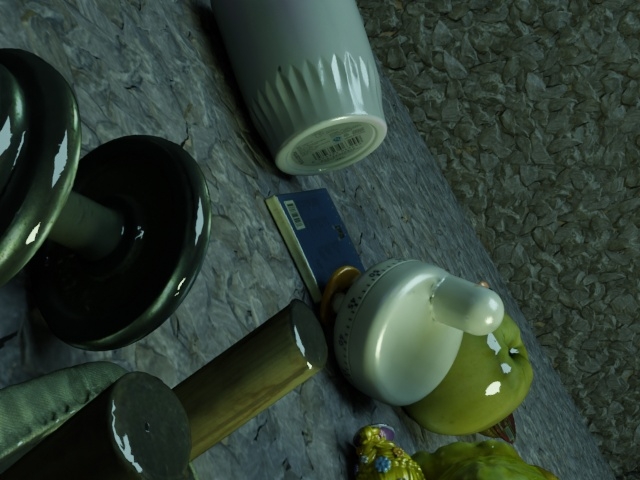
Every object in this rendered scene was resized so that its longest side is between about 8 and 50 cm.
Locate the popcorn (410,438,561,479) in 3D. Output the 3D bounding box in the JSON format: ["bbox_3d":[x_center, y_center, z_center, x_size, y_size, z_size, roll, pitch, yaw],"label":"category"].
[{"bbox_3d":[0.250,0.457,1.006,0.293,0.292,0.334,-13,83,-44],"label":"popcorn"}]

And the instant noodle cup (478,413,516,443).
[{"bbox_3d":[0.340,0.336,1.598,0.274,0.091,0.274,50,23,-31],"label":"instant noodle cup"}]

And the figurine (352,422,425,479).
[{"bbox_3d":[0.090,0.323,0.969,0.115,0.095,0.156,59,12,-48],"label":"figurine"}]

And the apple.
[{"bbox_3d":[0.252,0.231,1.311,0.262,0.262,0.262,51,23,-31],"label":"apple"}]

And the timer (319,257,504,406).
[{"bbox_3d":[0.143,0.144,1.108,0.240,0.233,0.233,19,-19,45],"label":"timer"}]

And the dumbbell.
[{"bbox_3d":[-0.202,-0.022,0.532,0.290,0.192,0.192,34,34,-55],"label":"dumbbell"}]

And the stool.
[{"bbox_3d":[-0.094,0.209,0.461,0.310,0.226,0.310,65,18,4],"label":"stool"}]

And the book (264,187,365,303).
[{"bbox_3d":[0.000,0.000,1.271,0.191,0.025,0.269,65,19,2],"label":"book"}]

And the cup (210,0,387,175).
[{"bbox_3d":[-0.031,-0.323,1.265,0.253,0.253,0.371,22,46,-62],"label":"cup"}]
